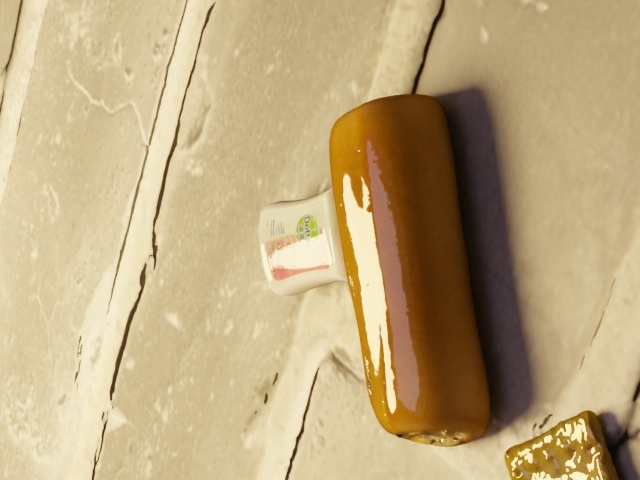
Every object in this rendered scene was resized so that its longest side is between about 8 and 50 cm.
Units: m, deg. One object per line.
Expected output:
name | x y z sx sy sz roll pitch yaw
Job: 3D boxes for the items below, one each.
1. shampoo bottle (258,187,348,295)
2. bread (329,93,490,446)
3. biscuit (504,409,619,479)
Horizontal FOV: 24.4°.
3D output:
shampoo bottle | 0.000 0.000 1.084 0.099 0.043 0.072 -13 83 50
bread | 0.057 0.022 0.996 0.093 0.074 0.239 -16 81 45
biscuit | 0.156 0.156 0.928 0.083 0.018 0.081 -38 64 44
